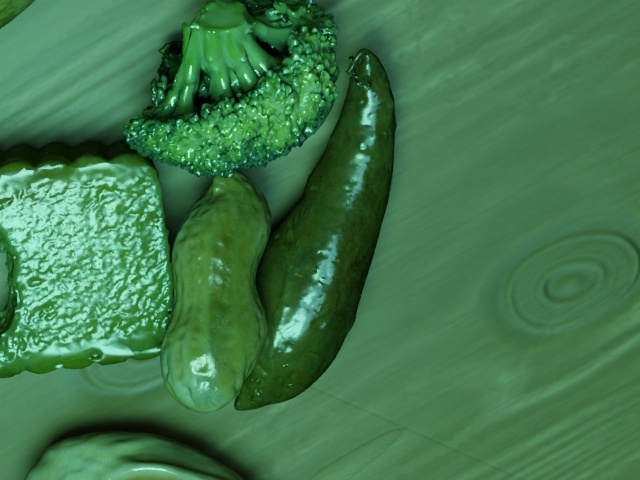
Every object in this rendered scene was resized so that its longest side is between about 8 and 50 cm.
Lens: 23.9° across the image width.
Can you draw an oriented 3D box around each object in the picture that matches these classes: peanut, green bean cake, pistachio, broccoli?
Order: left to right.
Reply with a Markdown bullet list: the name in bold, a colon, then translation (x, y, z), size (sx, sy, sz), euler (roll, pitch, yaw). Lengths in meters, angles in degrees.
- **green bean cake**: translation (-0.279, 0.015, 1.627), size (0.233, 0.124, 0.236), euler (-6, 106, -8)
- **pistachio**: translation (-0.185, 0.327, 1.702), size (0.318, 0.214, 0.193), euler (27, 57, -22)
- **peanut**: translation (-0.108, 0.051, 1.590), size (0.101, 0.117, 0.263), euler (-3, 76, 23)
- **broccoli**: translation (-0.092, -0.164, 1.572), size (0.226, 0.198, 0.176), euler (0, 121, -26)

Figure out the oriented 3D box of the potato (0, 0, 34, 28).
- **potato**: translation (-0.384, -0.274, 1.489), size (0.266, 0.229, 0.229), euler (-26, 107, -4)

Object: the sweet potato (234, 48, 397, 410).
- **sweet potato**: translation (0.004, -0.001, 1.668), size (0.130, 0.130, 0.423), euler (20, 100, -14)
